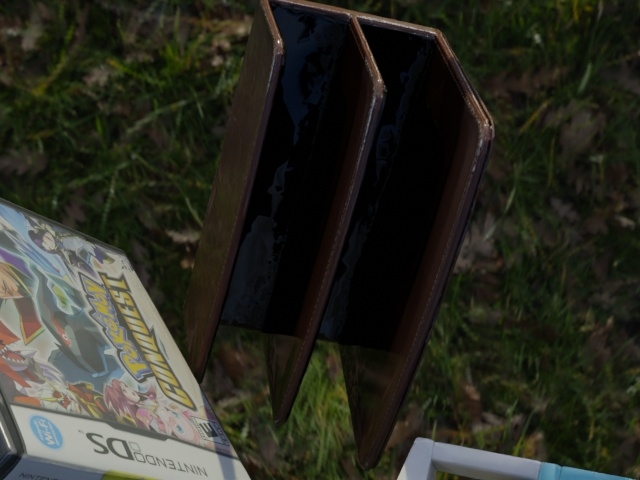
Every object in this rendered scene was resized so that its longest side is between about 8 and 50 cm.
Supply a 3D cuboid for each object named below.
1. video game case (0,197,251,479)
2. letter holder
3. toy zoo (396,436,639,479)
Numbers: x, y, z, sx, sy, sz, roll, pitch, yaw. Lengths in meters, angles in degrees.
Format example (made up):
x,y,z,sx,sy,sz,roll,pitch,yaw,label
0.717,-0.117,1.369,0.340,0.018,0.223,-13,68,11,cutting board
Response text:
x,y,z,sx,sy,sz,roll,pitch,yaw,label
-0.178,0.073,0.805,0.035,0.248,0.275,-44,54,13,video game case
0.000,0.000,0.868,0.152,0.301,0.214,9,28,-13,letter holder
0.140,0.241,0.747,0.293,0.030,0.192,7,66,19,toy zoo
